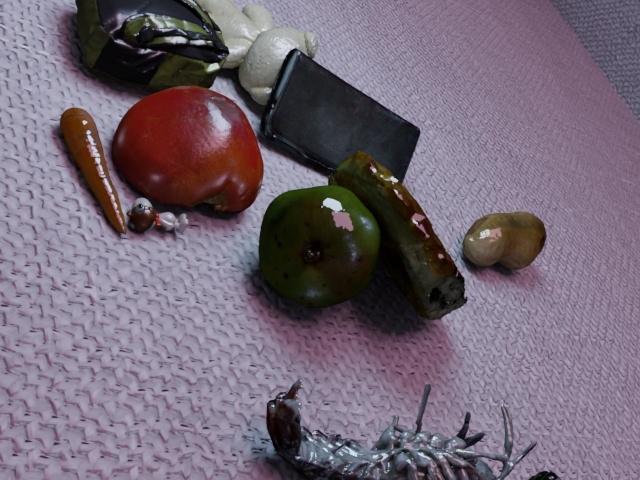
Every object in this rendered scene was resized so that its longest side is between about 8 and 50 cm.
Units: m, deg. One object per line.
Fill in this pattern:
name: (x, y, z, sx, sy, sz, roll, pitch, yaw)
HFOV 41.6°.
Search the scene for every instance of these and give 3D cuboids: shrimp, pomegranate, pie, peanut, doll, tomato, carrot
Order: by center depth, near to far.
shrimp: (0.115, 0.281, 1.072, 0.410, 0.166, 0.221, 12, 19, -18)
carrot: (-0.308, -0.097, 1.156, 0.048, 0.048, 0.216, -2, 58, -48)
doll: (-0.227, -0.029, 1.165, 0.085, 0.040, 0.058, 28, 25, -20)
pomegranate: (0.000, 0.002, 1.256, 0.187, 0.187, 0.225, 39, 12, -5)
tomato: (-0.181, -0.150, 1.257, 0.233, 0.139, 0.200, -1, 46, -47)
pie: (0.124, -0.011, 1.363, 0.288, 0.103, 0.354, 53, -1, 21)
doll: (-0.151, -0.373, 1.589, 0.278, 0.175, 0.149, 37, -6, 7)
peanut: (0.369, 0.003, 1.694, 0.110, 0.120, 0.236, 21, 22, 40)

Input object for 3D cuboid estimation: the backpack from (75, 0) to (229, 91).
backpack: (-0.271, -0.341, 1.381, 0.253, 0.140, 0.207, 10, 47, -34)

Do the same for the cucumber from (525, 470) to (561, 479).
cucumber: (0.298, 0.388, 1.219, 0.058, 0.058, 0.187, 51, 33, 13)

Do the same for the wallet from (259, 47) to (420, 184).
wallet: (0.042, -0.204, 1.560, 0.318, 0.045, 0.172, 25, 80, -31)
